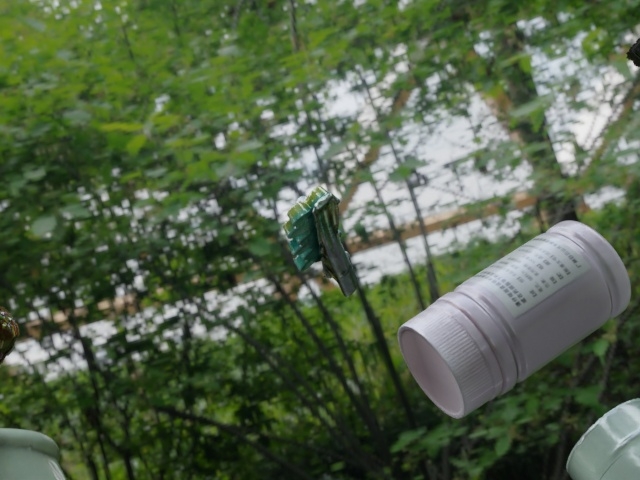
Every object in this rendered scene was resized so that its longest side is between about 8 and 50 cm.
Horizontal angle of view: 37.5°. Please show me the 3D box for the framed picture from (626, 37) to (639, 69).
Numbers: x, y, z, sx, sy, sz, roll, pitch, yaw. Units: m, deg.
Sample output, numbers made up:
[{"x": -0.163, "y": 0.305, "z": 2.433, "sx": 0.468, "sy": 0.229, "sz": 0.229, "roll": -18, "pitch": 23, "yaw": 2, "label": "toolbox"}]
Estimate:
[{"x": 0.444, "y": -0.196, "z": 0.972, "sx": 0.199, "sy": 0.195, "sz": 0.010, "roll": -48, "pitch": 4, "yaw": -3, "label": "framed picture"}]

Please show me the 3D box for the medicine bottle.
[{"x": 0.225, "y": 0.089, "z": 1.090, "sx": 0.250, "sy": 0.133, "sz": 0.133, "roll": -32, "pitch": -1, "yaw": -18, "label": "medicine bottle"}]

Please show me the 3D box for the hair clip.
[{"x": -0.001, "y": 0.000, "z": 0.699, "sx": 0.049, "sy": 0.049, "sz": 0.173, "roll": -17, "pitch": -22, "yaw": 0, "label": "hair clip"}]

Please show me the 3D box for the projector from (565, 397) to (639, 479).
[{"x": 0.350, "y": 0.282, "z": 0.779, "sx": 0.108, "sy": 0.337, "sz": 0.108, "roll": -19, "pitch": -45, "yaw": -20, "label": "projector"}]

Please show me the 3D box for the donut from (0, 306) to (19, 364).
[{"x": -0.528, "y": 0.086, "z": 1.335, "sx": 0.096, "sy": 0.230, "sz": 0.216, "roll": -42, "pitch": -33, "yaw": -5, "label": "donut"}]

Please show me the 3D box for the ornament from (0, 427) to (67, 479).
[{"x": -0.110, "y": 0.148, "z": 0.377, "sx": 0.120, "sy": 0.285, "sz": 0.130, "roll": -59, "pitch": -1, "yaw": -17, "label": "ornament"}]
